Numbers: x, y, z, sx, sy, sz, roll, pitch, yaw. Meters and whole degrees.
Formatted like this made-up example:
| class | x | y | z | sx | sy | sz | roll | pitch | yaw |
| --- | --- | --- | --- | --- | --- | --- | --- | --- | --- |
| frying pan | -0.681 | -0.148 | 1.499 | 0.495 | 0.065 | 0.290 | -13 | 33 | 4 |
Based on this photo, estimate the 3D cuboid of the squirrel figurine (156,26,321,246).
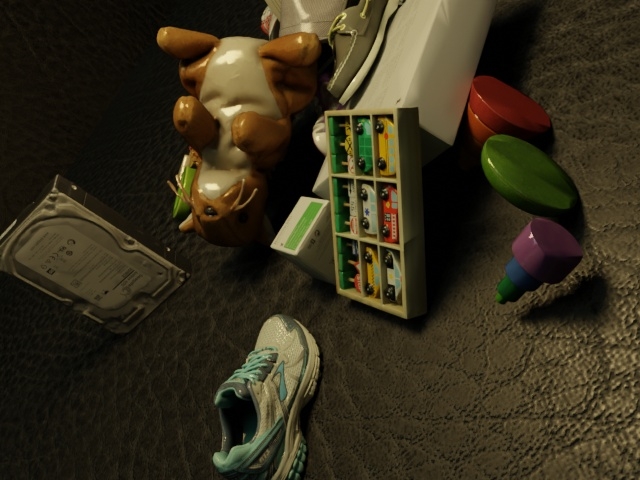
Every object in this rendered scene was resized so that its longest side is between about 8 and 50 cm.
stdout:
| class | x | y | z | sx | sy | sz | roll | pitch | yaw |
| --- | --- | --- | --- | --- | --- | --- | --- | --- | --- |
| squirrel figurine | -0.146 | -0.175 | 1.291 | 0.397 | 0.281 | 0.371 | -58 | -28 | -87 |

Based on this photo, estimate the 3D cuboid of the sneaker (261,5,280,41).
| class | x | y | z | sx | sy | sz | roll | pitch | yaw |
| --- | --- | --- | --- | --- | --- | --- | --- | --- | --- |
| sneaker | -0.106 | -0.570 | 1.828 | 0.145 | 0.090 | 0.270 | -32 | 41 | 51 |

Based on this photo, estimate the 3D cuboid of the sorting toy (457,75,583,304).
| class | x | y | z | sx | sy | sz | roll | pitch | yaw |
| --- | --- | --- | --- | --- | --- | --- | --- | --- | --- |
| sorting toy | 0.226 | -0.061 | 0.854 | 0.366 | 0.127 | 0.126 | -86 | 22 | -47 |

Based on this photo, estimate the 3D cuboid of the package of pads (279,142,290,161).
| class | x | y | z | sx | sy | sz | roll | pitch | yaw |
| --- | --- | --- | --- | --- | --- | --- | --- | --- | --- |
| package of pads | -0.104 | -0.191 | 1.471 | 0.083 | 0.032 | 0.050 | -9 | 51 | 50 |

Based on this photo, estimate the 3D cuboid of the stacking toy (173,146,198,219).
| class | x | y | z | sx | sy | sz | roll | pitch | yaw |
| --- | --- | --- | --- | --- | --- | --- | --- | --- | --- |
| stacking toy | -0.259 | -0.195 | 1.661 | 0.309 | 0.130 | 0.280 | -102 | 30 | -56 |

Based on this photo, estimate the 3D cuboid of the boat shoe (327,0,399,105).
| class | x | y | z | sx | sy | sz | roll | pitch | yaw |
| --- | --- | --- | --- | --- | --- | --- | --- | --- | --- |
| boat shoe | 0.060 | -0.363 | 1.183 | 0.109 | 0.091 | 0.305 | -41 | 24 | 56 |

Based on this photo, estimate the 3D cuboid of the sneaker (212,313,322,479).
| class | x | y | z | sx | sy | sz | roll | pitch | yaw |
| --- | --- | --- | --- | --- | --- | --- | --- | --- | --- |
| sneaker | -0.077 | 0.205 | 0.931 | 0.110 | 0.122 | 0.283 | -31 | 36 | 29 |

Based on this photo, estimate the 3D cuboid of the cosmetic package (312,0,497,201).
| class | x | y | z | sx | sy | sz | roll | pitch | yaw |
| --- | --- | --- | --- | --- | --- | --- | --- | --- | --- |
| cosmetic package | 0.140 | -0.256 | 1.078 | 0.284 | 0.097 | 0.377 | -39 | 26 | 61 |

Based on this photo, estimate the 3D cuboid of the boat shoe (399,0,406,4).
| class | x | y | z | sx | sy | sz | roll | pitch | yaw |
| --- | --- | --- | --- | --- | --- | --- | --- | --- | --- |
| boat shoe | 0.166 | -0.520 | 1.387 | 0.103 | 0.118 | 0.320 | -51 | 26 | 12 |

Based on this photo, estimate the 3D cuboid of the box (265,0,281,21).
| class | x | y | z | sx | sy | sz | roll | pitch | yaw |
| --- | --- | --- | --- | --- | --- | --- | --- | --- | --- |
| box | -0.012 | -0.627 | 1.651 | 0.232 | 0.149 | 0.127 | -4 | 52 | 35 |

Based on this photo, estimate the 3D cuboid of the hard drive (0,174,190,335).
| class | x | y | z | sx | sy | sz | roll | pitch | yaw |
| --- | --- | --- | --- | --- | --- | --- | --- | --- | --- |
| hard drive | -0.473 | 0.045 | 1.414 | 0.237 | 0.339 | 0.064 | -40 | 35 | 18 |

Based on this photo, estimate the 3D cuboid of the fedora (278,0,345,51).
| class | x | y | z | sx | sy | sz | roll | pitch | yaw |
| --- | --- | --- | --- | --- | --- | --- | --- | --- | --- |
| fedora | 0.013 | -0.444 | 1.352 | 0.243 | 0.275 | 0.124 | -158 | 61 | -66 |

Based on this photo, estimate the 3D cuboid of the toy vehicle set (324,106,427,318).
| class | x | y | z | sx | sy | sz | roll | pitch | yaw |
| --- | --- | --- | --- | --- | --- | --- | --- | --- | --- |
| toy vehicle set | 0.072 | -0.043 | 0.915 | 0.166 | 0.035 | 0.267 | 13 | 110 | 58 |

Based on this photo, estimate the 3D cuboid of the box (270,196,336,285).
| class | x | y | z | sx | sy | sz | roll | pitch | yaw |
| --- | --- | --- | --- | --- | --- | --- | --- | --- | --- |
| box | 0.000 | 0.000 | 1.064 | 0.101 | 0.102 | 0.087 | -59 | 29 | -10 |

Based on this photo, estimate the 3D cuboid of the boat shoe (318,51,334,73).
| class | x | y | z | sx | sy | sz | roll | pitch | yaw |
| --- | --- | --- | --- | --- | --- | --- | --- | --- | --- |
| boat shoe | -0.026 | -0.439 | 1.548 | 0.340 | 0.113 | 0.127 | -35 | 35 | 26 |

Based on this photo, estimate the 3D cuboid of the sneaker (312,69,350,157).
| class | x | y | z | sx | sy | sz | roll | pitch | yaw |
| --- | --- | --- | --- | --- | --- | --- | --- | --- | --- |
| sneaker | 0.044 | -0.248 | 1.288 | 0.104 | 0.095 | 0.236 | -28 | 42 | 23 |
